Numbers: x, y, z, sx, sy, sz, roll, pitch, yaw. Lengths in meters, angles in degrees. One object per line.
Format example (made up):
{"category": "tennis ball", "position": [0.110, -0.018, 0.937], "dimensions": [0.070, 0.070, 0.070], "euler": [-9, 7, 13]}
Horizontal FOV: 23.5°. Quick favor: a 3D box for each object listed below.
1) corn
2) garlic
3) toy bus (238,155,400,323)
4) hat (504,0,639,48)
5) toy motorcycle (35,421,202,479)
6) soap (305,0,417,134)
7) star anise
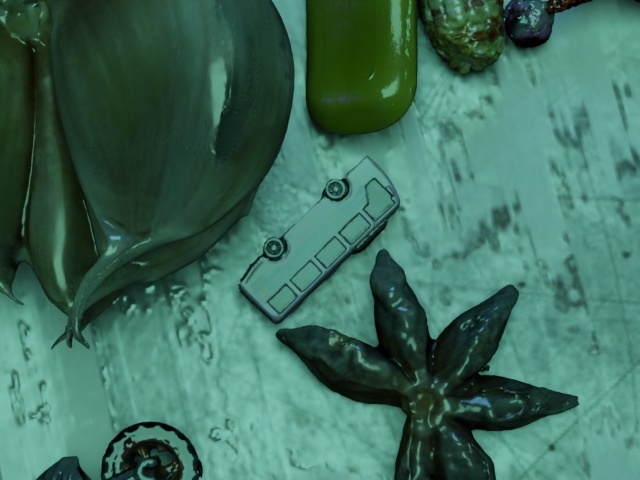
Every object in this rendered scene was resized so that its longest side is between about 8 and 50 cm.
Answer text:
{"category": "corn", "position": [0.086, -0.238, 1.101], "dimensions": [0.079, 0.079, 0.237], "euler": [-10, 81, -3]}
{"category": "garlic", "position": [-0.135, -0.079, 1.009], "dimensions": [0.237, 0.210, 0.292], "euler": [-19, 72, -11]}
{"category": "toy bus", "position": [0.000, 0.000, 1.079], "dimensions": [0.131, 0.037, 0.052], "euler": [-44, 86, -7]}
{"category": "hat", "position": [0.218, -0.220, 1.085], "dimensions": [0.227, 0.140, 0.129], "euler": [-42, 73, 5]}
{"category": "toy motorcycle", "position": [-0.136, 0.229, 1.017], "dimensions": [0.122, 0.080, 0.215], "euler": [-2, 84, -2]}
{"category": "soap", "position": [0.029, -0.143, 1.089], "dimensions": [0.089, 0.045, 0.140], "euler": [-4, 83, 33]}
{"category": "star anise", "position": [0.081, 0.100, 1.050], "dimensions": [0.172, 0.063, 0.208], "euler": [-25, 81, -7]}
